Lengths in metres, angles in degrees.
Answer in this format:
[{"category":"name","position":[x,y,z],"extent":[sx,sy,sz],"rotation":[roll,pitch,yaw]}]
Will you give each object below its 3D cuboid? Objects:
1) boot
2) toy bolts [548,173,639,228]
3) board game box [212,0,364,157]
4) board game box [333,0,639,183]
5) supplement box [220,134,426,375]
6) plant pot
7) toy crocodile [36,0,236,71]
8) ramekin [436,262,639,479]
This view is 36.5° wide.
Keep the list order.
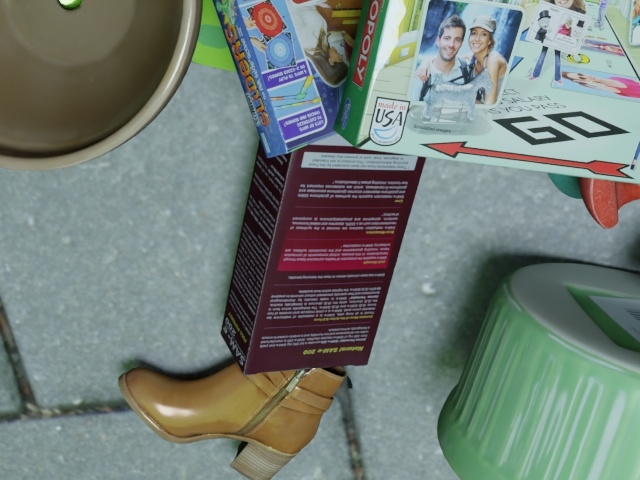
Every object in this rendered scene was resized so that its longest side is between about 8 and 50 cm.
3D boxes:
[{"category":"boot","position":[-0.086,0.140,0.965],"extent":[0.197,0.073,0.152],"rotation":[30,110,-15]},{"category":"toy bolts","position":[0.234,-0.145,0.765],"extent":[0.218,0.158,0.228],"rotation":[-13,115,-14]},{"category":"board game box","position":[0.030,-0.156,0.706],"extent":[0.201,0.035,0.136],"rotation":[-22,98,-28]},{"category":"board game box","position":[0.181,-0.148,0.627],"extent":[0.317,0.046,0.213],"rotation":[4,111,-22]},{"category":"supplement box","position":[0.000,0.000,0.859],"extent":[0.130,0.073,0.239],"rotation":[0,119,-27]},{"category":"plant pot","position":[-0.191,-0.174,0.680],"extent":[0.237,0.110,0.237],"rotation":[1,103,6]},{"category":"toy crocodile","position":[-0.062,-0.173,0.783],"extent":[0.341,0.115,0.105],"rotation":[11,115,-1]},{"category":"ramekin","position":[0.262,0.133,0.811],"extent":[0.303,0.303,0.148],"rotation":[12,108,-1]}]
